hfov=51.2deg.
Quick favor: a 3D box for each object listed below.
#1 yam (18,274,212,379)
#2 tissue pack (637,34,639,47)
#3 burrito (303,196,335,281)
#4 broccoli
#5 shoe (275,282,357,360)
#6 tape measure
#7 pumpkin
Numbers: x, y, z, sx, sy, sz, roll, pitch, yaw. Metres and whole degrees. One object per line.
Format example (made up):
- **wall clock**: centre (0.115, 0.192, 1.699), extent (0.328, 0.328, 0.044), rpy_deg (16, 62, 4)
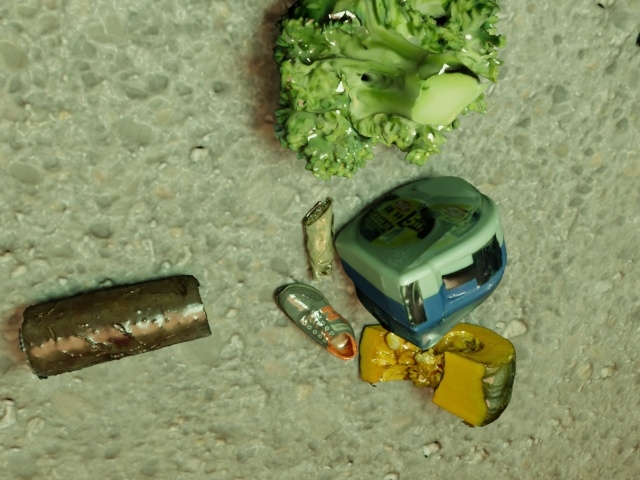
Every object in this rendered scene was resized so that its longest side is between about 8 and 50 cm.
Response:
- **yam**: centre (-0.324, 0.131, 1.074), extent (0.279, 0.131, 0.131), rpy_deg (-13, 116, -15)
- **tissue pack**: centre (0.780, -0.437, 1.194), extent (0.361, 0.122, 0.259), rpy_deg (2, 114, -21)
- **burrito**: centre (0.000, 0.000, 1.169), extent (0.055, 0.041, 0.149), rpy_deg (-12, 113, -28)
- **broccoli**: centre (0.093, -0.241, 0.973), extent (0.338, 0.317, 0.277), rpy_deg (14, 117, 3)
- **shoe**: centre (0.000, 0.149, 1.212), extent (0.074, 0.077, 0.194), rpy_deg (-45, 119, 5)
- **tape measure**: centre (0.172, 0.013, 1.105), extent (0.262, 0.259, 0.138), rpy_deg (-33, 121, -11)
- **pumpkin**: centre (0.232, 0.251, 1.269), extent (0.280, 0.190, 0.139), rpy_deg (0, 114, -17)
